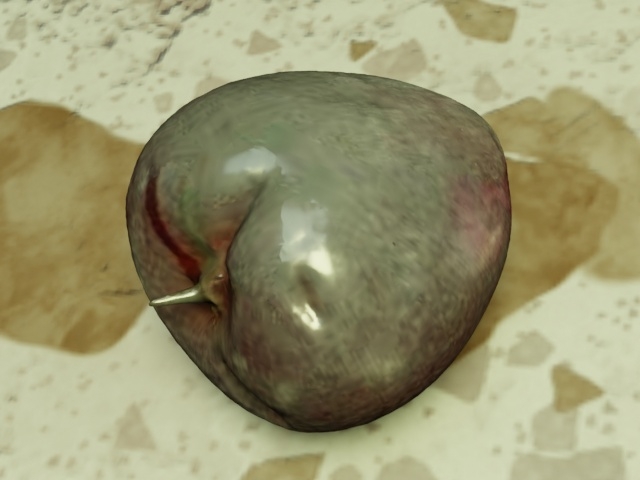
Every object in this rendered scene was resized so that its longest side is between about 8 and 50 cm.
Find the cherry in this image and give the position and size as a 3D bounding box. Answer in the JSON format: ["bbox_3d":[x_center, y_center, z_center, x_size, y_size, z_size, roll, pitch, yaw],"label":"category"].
[{"bbox_3d":[-0.001,-0.003,0.522,0.176,0.140,0.176,6,45,-6],"label":"cherry"}]
